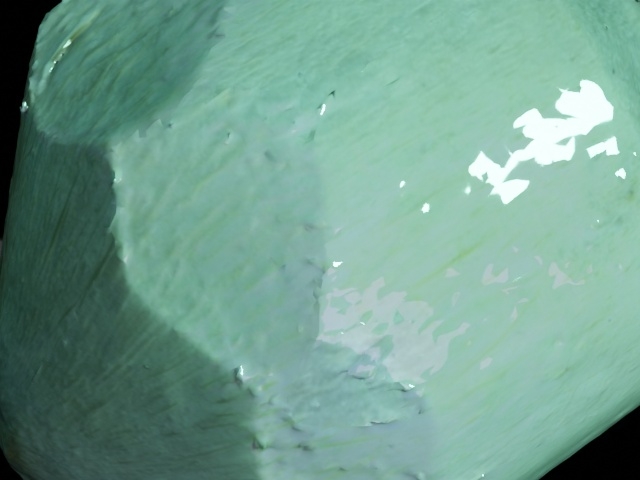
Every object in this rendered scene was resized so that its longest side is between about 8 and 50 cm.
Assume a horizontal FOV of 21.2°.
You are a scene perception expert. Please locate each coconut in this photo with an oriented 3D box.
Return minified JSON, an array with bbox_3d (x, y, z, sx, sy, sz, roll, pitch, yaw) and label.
[{"bbox_3d":[0.000,0.000,0.544,0.234,0.224,0.224,-24,125,-16],"label":"coconut"}]
